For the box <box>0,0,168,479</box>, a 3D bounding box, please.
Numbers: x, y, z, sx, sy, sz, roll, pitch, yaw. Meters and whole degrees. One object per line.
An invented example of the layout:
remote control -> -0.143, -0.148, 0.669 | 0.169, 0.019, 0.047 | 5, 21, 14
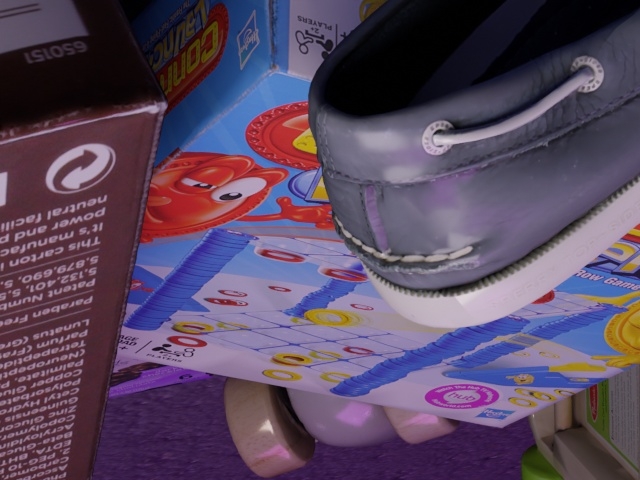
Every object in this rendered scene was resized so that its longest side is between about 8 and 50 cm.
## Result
box -> -0.175, 0.008, 0.728 | 0.143, 0.191, 0.381 | -16, 150, -21

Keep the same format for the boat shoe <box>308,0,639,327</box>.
boat shoe -> 0.126, -0.106, 0.637 | 0.319, 0.116, 0.099 | -41, 132, -7

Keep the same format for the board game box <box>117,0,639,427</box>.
board game box -> 0.041, -0.017, 0.855 | 0.308, 0.086, 0.302 | 13, 154, -26

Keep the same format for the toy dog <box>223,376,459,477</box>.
toy dog -> 0.031, 0.069, 1.406 | 0.220, 0.161, 0.333 | -15, 178, -2

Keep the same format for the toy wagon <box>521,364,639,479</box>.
toy wagon -> 0.158, 0.040, 1.131 | 0.068, 0.267, 0.344 | -10, -156, -14

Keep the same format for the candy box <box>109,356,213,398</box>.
candy box -> -0.163, 0.057, 1.283 | 0.165, 0.070, 0.196 | -11, 164, -3
